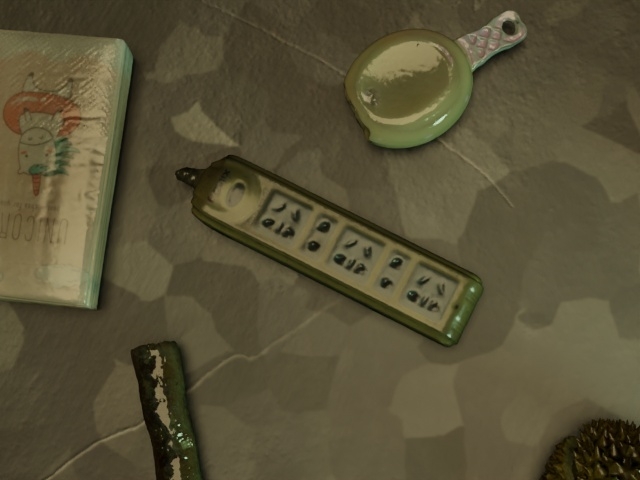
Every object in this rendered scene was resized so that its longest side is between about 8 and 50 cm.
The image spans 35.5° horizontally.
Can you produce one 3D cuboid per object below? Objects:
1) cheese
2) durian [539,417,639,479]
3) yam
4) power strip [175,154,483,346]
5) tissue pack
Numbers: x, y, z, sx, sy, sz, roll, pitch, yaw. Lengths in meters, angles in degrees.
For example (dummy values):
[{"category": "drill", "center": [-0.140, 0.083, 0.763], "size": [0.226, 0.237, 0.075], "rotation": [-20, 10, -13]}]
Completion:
[{"category": "cheese", "center": [0.139, -0.201, 1.181], "size": [0.227, 0.064, 0.137], "rotation": [-30, 81, 0]}, {"category": "durian", "center": [0.343, 0.300, 1.041], "size": [0.237, 0.138, 0.193], "rotation": [32, 75, 8]}, {"category": "yam", "center": [-0.167, 0.242, 1.153], "size": [0.061, 0.061, 0.253], "rotation": [-15, 81, 4]}, {"category": "power strip", "center": [0.000, 0.000, 1.166], "size": [0.387, 0.066, 0.092], "rotation": [26, 83, 9]}, {"category": "tissue pack", "center": [-0.332, -0.085, 1.209], "size": [0.170, 0.071, 0.325], "rotation": [7, 82, 5]}]
